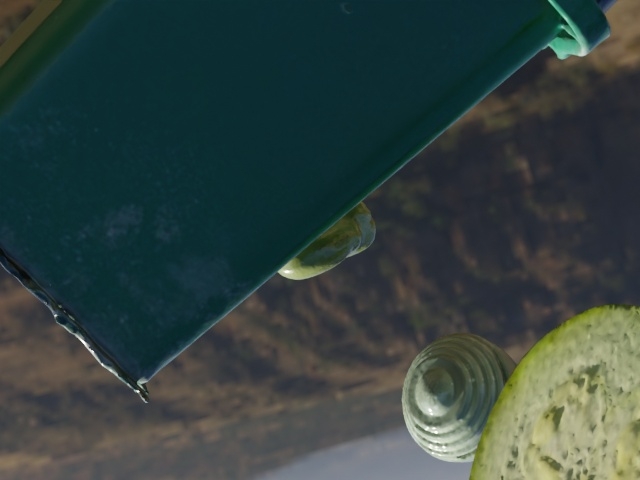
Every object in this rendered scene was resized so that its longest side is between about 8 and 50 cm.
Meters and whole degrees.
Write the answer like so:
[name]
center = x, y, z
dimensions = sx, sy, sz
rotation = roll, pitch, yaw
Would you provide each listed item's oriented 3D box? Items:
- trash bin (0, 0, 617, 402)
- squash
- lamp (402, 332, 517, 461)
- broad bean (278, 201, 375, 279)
[trash bin]
center = -0.036, -0.112, 1.042
dimensions = 0.381, 0.259, 0.295
rotation = -46, -166, -2
[squash]
center = 0.189, 0.167, 1.193
dimensions = 0.049, 0.252, 0.252
rotation = 23, 148, -31
[lamp]
center = 0.143, 0.136, 1.530
dimensions = 0.106, 0.106, 0.193
rotation = -23, 159, 31
[broad bean]
center = 0.000, 0.000, 1.268
dimensions = 0.083, 0.045, 0.063
rotation = -33, -152, -34
